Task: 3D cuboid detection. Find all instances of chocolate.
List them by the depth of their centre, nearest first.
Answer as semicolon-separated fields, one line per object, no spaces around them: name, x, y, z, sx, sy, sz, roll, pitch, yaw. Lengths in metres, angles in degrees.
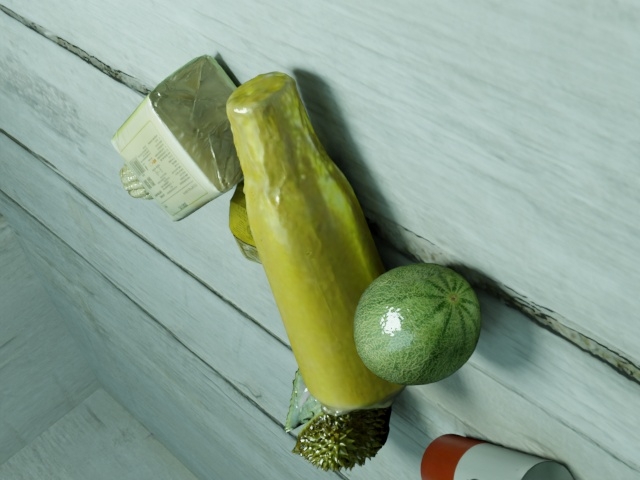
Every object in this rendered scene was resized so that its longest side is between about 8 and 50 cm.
chocolate;0.000;0.000;1.280;0.162;0.162;0.446;23;140;49

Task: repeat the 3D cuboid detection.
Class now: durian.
durian;0.039;0.249;1.549;0.137;0.194;0.237;11;174;-11

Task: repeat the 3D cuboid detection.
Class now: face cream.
face cream;0.225;0.314;1.357;0.096;0.096;0.214;58;157;-15

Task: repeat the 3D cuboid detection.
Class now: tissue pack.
tissue pack;-0.174;-0.131;1.408;0.159;0.125;0.234;53;157;-6

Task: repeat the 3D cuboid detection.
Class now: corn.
corn;-0.258;-0.109;1.657;0.087;0.087;0.211;58;158;-14

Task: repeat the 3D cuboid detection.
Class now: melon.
melon;0.108;0.098;1.195;0.139;0.139;0.192;50;150;4

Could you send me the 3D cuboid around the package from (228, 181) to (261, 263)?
package;-0.097;-0.017;1.536;0.071;0.047;0.131;34;154;43
